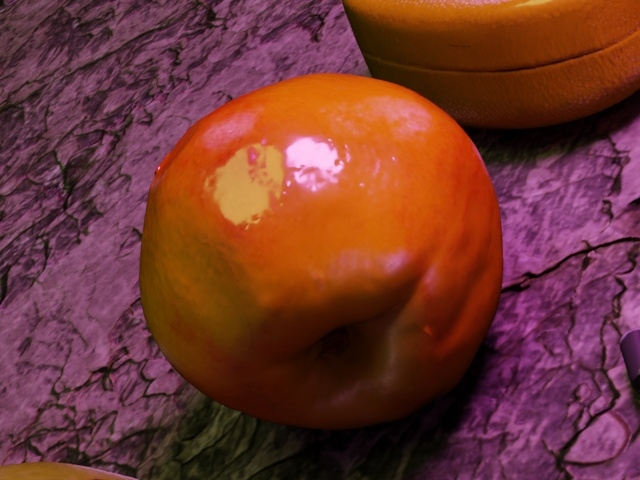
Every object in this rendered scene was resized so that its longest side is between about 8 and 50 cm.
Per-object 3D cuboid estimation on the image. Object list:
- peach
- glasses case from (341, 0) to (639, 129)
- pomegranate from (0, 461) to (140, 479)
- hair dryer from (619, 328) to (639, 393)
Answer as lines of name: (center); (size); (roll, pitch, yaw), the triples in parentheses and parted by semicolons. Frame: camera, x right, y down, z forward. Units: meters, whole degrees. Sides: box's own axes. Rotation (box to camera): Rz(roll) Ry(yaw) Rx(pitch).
peach: (-0.005, -0.002, 1.322); (0.289, 0.289, 0.308); (-29, 38, 16)
glasses case: (0.158, -0.192, 1.534); (0.173, 0.141, 0.371); (-35, 27, -24)
pomegranate: (-0.215, 0.253, 1.001); (0.358, 0.216, 0.310); (28, 77, 46)
hair dryer: (0.256, 0.076, 1.183); (0.083, 0.026, 0.047); (-22, 35, 12)
